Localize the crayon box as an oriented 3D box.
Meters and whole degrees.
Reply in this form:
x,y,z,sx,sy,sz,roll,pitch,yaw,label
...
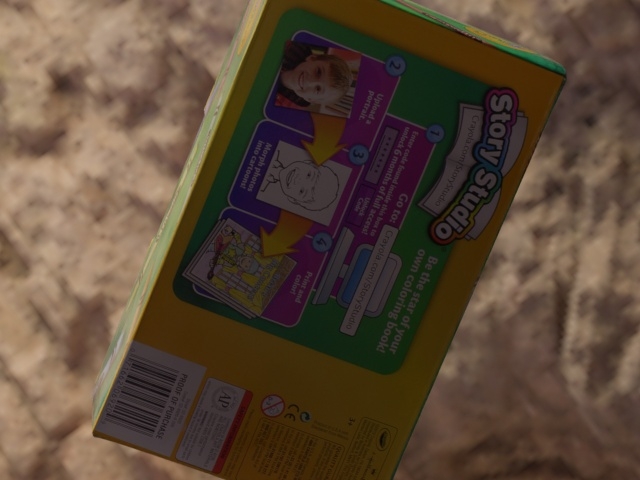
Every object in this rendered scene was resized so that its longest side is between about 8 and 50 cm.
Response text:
x,y,z,sx,sy,sz,roll,pitch,yaw,label
0.000,0.000,0.996,0.165,0.278,0.081,21,9,-11,crayon box
